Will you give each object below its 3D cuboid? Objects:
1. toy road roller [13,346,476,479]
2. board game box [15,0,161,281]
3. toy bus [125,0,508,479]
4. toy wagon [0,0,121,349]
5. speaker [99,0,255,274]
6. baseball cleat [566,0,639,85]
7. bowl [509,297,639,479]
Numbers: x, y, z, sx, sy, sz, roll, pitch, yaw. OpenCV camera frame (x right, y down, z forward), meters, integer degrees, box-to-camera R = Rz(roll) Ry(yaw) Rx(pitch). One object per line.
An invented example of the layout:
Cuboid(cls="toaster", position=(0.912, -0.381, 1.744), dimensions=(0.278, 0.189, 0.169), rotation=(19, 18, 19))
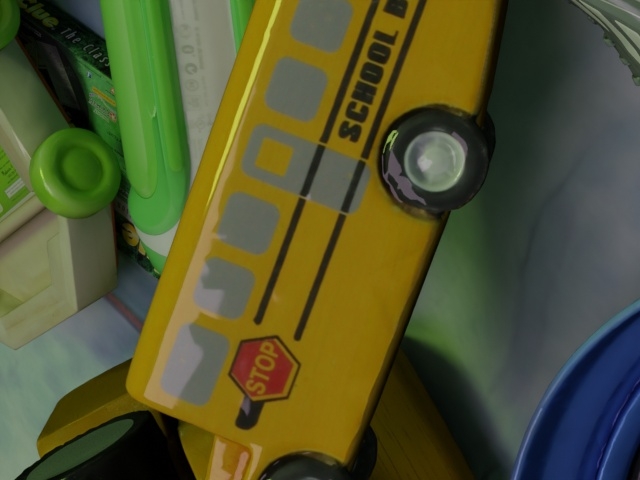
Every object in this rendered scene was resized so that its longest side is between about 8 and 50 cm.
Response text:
Cuboid(cls="toy road roller", position=(-0.035, 0.162, 1.121), dimensions=(0.202, 0.240, 0.329), rotation=(62, 178, -7))
Cuboid(cls="board game box", position=(-0.160, -0.077, 1.182), dimensions=(0.259, 0.030, 0.136), rotation=(36, 135, 24))
Cuboid(cls="toy bus", position=(0.000, 0.000, 0.878), dimensions=(0.130, 0.108, 0.333), rotation=(21, 101, 4))
Cuboid(cls="toy wagon", position=(-0.264, -0.092, 1.207), dimensions=(0.267, 0.068, 0.344), rotation=(-29, 93, 53))
Cuboid(cls="speaker", position=(-0.059, -0.124, 0.964), dimensions=(0.131, 0.131, 0.296), rotation=(20, 129, 37))
Cuboid(cls="baseball cleat", position=(0.152, -0.085, 0.813), dimensions=(0.206, 0.072, 0.109), rotation=(37, 137, 24))
Cuboid(cls="bowl", position=(0.256, 0.190, 0.811), dimensions=(0.391, 0.077, 0.391), rotation=(10, 105, 43))
